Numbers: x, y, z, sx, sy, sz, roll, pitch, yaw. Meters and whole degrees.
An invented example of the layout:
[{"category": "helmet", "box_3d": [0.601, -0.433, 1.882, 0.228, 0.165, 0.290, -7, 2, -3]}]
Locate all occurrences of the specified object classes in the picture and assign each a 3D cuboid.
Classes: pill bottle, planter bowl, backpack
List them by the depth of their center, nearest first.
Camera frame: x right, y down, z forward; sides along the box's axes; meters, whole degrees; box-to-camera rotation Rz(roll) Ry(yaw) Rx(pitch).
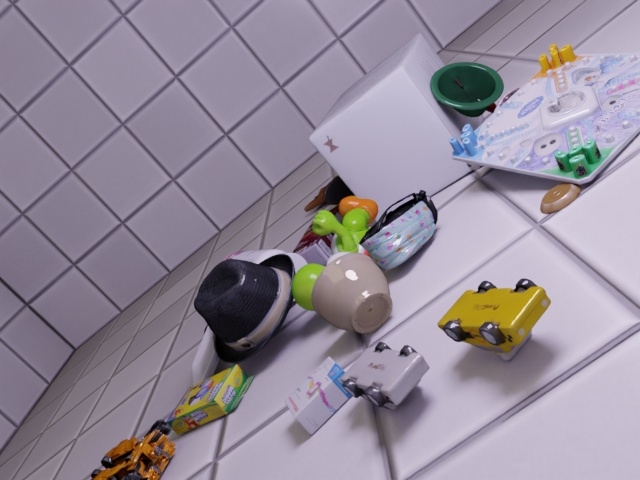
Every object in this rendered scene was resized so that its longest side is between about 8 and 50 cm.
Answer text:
[{"category": "planter bowl", "box_3d": [0.077, 0.120, 1.273, 0.162, 0.162, 0.109, -42, 41, -5]}, {"category": "backpack", "box_3d": [0.178, -0.016, 1.430, 0.182, 0.115, 0.152, -36, -8, -38]}, {"category": "pill bottle", "box_3d": [-0.163, 0.106, 1.828, 0.283, 0.160, 0.160, -3, 39, 52]}]

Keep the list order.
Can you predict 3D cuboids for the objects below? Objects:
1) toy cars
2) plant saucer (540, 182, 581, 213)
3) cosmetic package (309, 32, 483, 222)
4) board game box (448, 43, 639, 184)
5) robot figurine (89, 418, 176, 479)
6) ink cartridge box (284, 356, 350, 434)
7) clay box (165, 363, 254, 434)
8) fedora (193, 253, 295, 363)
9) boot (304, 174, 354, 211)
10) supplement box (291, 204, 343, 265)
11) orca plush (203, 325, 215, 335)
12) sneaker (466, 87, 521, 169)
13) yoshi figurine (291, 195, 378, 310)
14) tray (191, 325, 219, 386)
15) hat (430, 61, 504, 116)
[{"category": "toy cars", "box_3d": [0.186, 0.175, 0.955, 0.393, 0.087, 0.176, -36, 10, 30]}, {"category": "plant saucer", "box_3d": [0.444, -0.083, 1.174, 0.083, 0.015, 0.083, -37, 16, 12]}, {"category": "cosmetic package", "box_3d": [0.229, -0.323, 1.789, 0.329, 0.327, 0.394, -32, 16, 31]}, {"category": "board game box", "box_3d": [0.517, -0.290, 1.327, 0.390, 0.050, 0.390, -42, 29, -12]}, {"category": "robot figurine", "box_3d": [-0.451, 0.537, 1.489, 0.291, 0.085, 0.211, -31, 18, 36]}, {"category": "ink cartridge box", "box_3d": [0.000, 0.283, 1.155, 0.122, 0.052, 0.088, -44, 15, -8]}, {"category": "clay box", "box_3d": [-0.266, 0.382, 1.529, 0.222, 0.053, 0.127, -32, 16, 32]}, {"category": "fedora", "box_3d": [-0.211, 0.142, 1.572, 0.334, 0.152, 0.334, -39, 33, 31]}, {"category": "boot", "box_3d": [0.021, -0.174, 2.332, 0.280, 0.096, 0.264, -26, 21, 47]}, {"category": "supplement box", "box_3d": [0.000, 0.000, 1.928, 0.130, 0.073, 0.239, -31, 17, 36]}, {"category": "orca plush", "box_3d": [-0.273, 0.233, 1.876, 0.287, 0.102, 0.151, -21, 24, 51]}, {"category": "sneaker", "box_3d": [0.478, -0.264, 1.496, 0.281, 0.106, 0.162, -49, 30, -21]}, {"category": "yoshi figurine", "box_3d": [0.034, 0.047, 1.522, 0.203, 0.203, 0.362, -49, 10, 36]}, {"category": "tray", "box_3d": [-0.321, 0.336, 1.772, 0.145, 0.030, 0.270, -66, 15, 3]}, {"category": "hat", "box_3d": [0.388, -0.342, 1.652, 0.184, 0.208, 0.173, 80, -155, -56]}]
